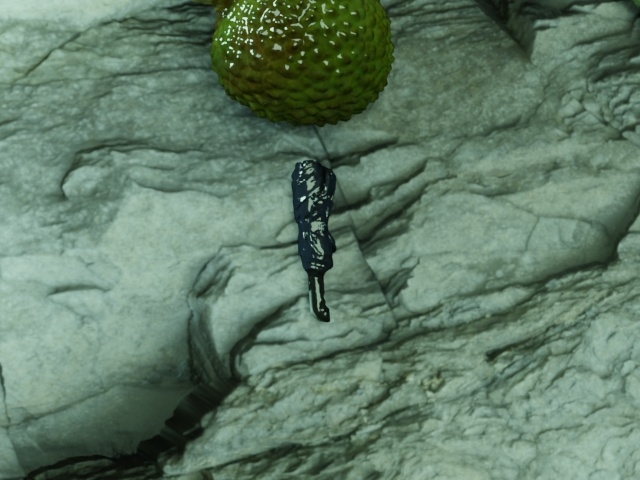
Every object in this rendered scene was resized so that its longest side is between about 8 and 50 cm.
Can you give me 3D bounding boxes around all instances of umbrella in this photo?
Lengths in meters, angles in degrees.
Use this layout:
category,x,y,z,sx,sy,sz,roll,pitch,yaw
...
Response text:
category,x,y,z,sx,sy,sz,roll,pitch,yaw
umbrella,-0.007,0.000,1.558,0.071,0.071,0.248,0,85,-13

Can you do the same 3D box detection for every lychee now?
category,x,y,z,sx,sy,sz,roll,pitch,yaw
lychee,-0.040,-0.308,1.478,0.270,0.270,0.320,-47,131,-11

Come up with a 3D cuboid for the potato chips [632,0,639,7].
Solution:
category,x,y,z,sx,sy,sz,roll,pitch,yaw
potato chips,0.675,-0.495,1.744,0.429,0.070,0.358,33,82,-9
